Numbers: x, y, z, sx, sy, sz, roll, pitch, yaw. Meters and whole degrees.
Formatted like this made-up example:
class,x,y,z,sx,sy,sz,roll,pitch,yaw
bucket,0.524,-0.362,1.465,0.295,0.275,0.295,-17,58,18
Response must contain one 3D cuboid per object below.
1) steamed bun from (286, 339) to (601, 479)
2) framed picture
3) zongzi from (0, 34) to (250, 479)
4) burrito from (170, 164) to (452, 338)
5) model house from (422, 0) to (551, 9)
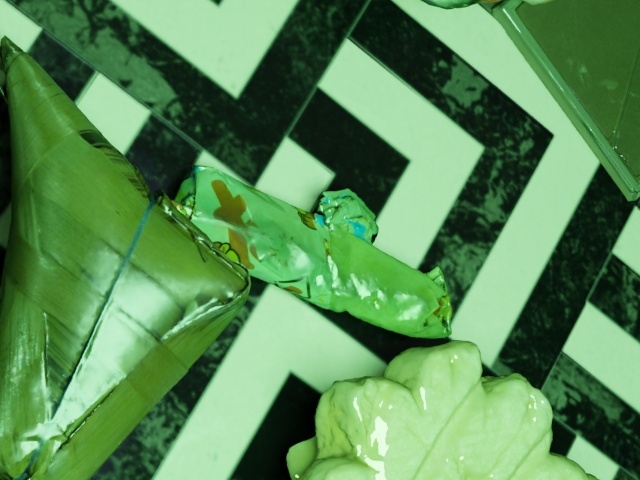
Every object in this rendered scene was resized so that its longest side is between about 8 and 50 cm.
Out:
class,x,y,z,sx,sy,sz,roll,pitch,yaw
steamed bun,0.092,0.234,1.431,0.295,0.137,0.292,-13,90,-33
framed picture,0.331,-0.222,1.658,0.315,0.024,0.232,-43,104,-25
zongzi,-0.228,0.027,1.303,0.289,0.123,0.260,45,70,-6
burrito,0.000,0.000,1.452,0.288,0.054,0.104,26,72,-21
model house,0.175,-0.339,1.528,0.301,0.190,0.271,-6,70,-56
